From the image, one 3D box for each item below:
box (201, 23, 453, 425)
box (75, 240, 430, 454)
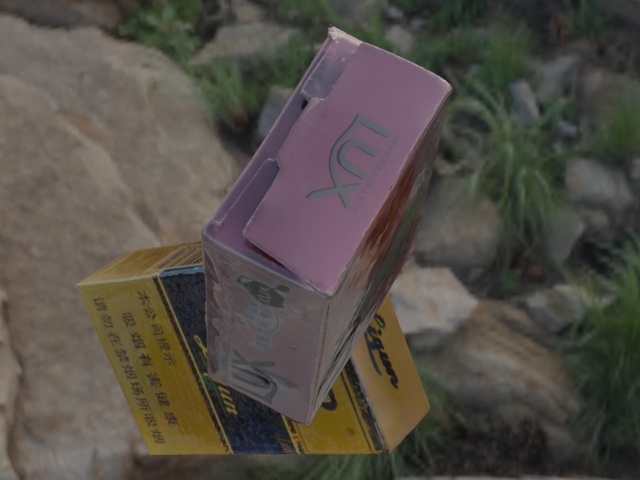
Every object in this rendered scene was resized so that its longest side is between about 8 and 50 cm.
[{"bbox_3d":[0.000,0.000,0.608,0.060,0.156,0.111,27,66,11],"label":"box"},{"bbox_3d":[-0.052,0.074,1.050,0.237,0.152,0.070,-6,21,41],"label":"box"}]
